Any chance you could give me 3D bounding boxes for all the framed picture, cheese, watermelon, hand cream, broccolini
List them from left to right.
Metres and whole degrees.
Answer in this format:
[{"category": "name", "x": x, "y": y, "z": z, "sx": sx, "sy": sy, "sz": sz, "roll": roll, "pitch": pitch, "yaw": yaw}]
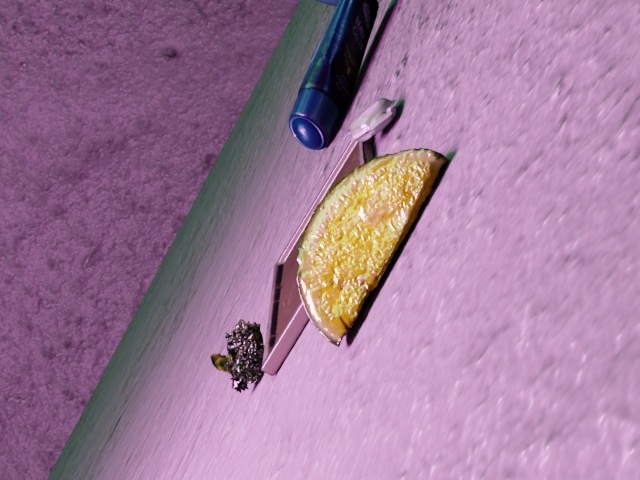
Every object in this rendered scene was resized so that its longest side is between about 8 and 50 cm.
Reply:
[{"category": "broccolini", "x": -0.107, "y": 0.132, "z": 1.515, "sx": 0.071, "sy": 0.057, "sz": 0.254, "roll": -43, "pitch": 6, "yaw": -16}, {"category": "framed picture", "x": 0.000, "y": 0.000, "z": 1.441, "sx": 0.213, "sy": 0.016, "sz": 0.289, "roll": -59, "pitch": 10, "yaw": 17}, {"category": "hand cream", "x": 0.026, "y": -0.257, "z": 1.839, "sx": 0.120, "sy": 0.061, "sz": 0.271, "roll": 65, "pitch": -140, "yaw": -56}, {"category": "cheese", "x": 0.054, "y": -0.132, "z": 1.461, "sx": 0.067, "sy": 0.026, "sz": 0.120, "roll": -42, "pitch": 10, "yaw": -4}, {"category": "watermelon", "x": 0.044, "y": 0.001, "z": 1.145, "sx": 0.092, "sy": 0.075, "sz": 0.182, "roll": 28, "pitch": 91, "yaw": 37}]

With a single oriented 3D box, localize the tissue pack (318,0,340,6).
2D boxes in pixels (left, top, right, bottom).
[{"category": "tissue pack", "x": 0.037, "y": -0.511, "z": 2.158, "sx": 0.287, "sy": 0.198, "sz": 0.206, "roll": -41, "pitch": 23, "yaw": 61}]
